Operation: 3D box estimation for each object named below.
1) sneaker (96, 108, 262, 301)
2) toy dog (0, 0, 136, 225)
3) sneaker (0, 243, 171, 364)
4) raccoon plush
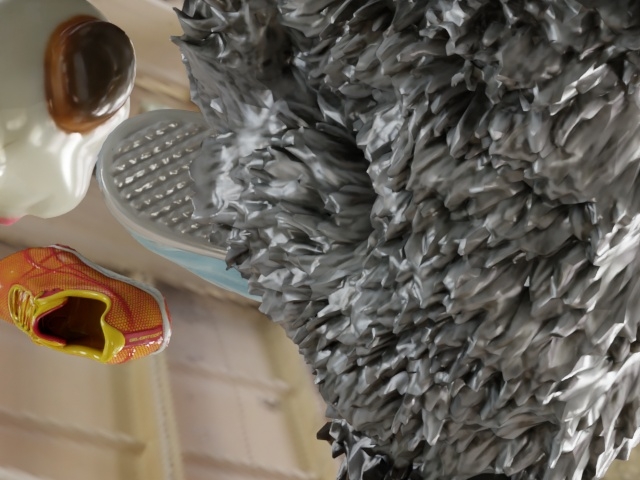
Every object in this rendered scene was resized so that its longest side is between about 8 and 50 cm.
[{"bbox_3d":[0.000,0.000,1.190,0.366,0.135,0.150,27,172,-6],"label":"sneaker"},{"bbox_3d":[-0.367,-0.127,1.300,0.408,0.395,0.284,0,180,-28],"label":"toy dog"},{"bbox_3d":[-0.172,0.039,0.977,0.175,0.064,0.067,8,-168,44],"label":"sneaker"},{"bbox_3d":[0.125,-0.001,0.495,0.216,0.446,0.299,-13,173,-30],"label":"raccoon plush"}]
